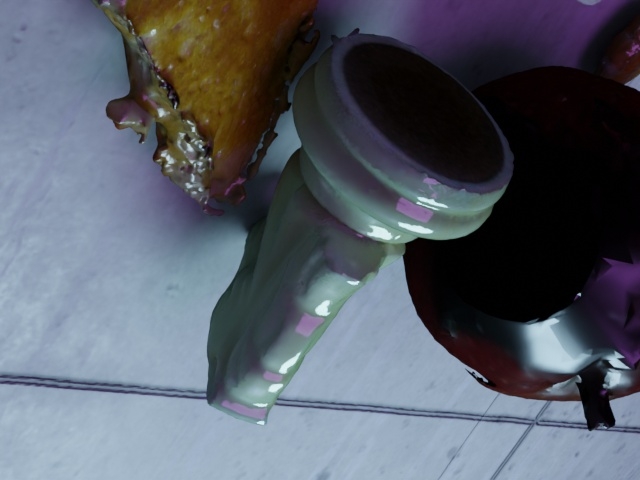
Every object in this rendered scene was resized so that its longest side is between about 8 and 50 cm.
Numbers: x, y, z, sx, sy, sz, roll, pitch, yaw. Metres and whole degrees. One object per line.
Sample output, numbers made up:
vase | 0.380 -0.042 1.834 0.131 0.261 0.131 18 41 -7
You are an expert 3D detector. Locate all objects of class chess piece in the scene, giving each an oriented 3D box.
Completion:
chess piece | 0.000 0.000 1.071 0.176 0.176 0.298 2 137 -43

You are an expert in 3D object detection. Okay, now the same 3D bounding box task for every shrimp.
shrimp | 0.327 -0.203 1.302 0.190 0.042 0.101 -37 163 -8

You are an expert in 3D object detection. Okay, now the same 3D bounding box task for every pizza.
pizza | -0.078 -0.136 0.978 0.189 0.071 0.297 -50 150 -20

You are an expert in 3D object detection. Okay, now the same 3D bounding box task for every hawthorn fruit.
hawthorn fruit | 0.203 -0.009 1.178 0.316 0.316 0.316 -24 139 -23

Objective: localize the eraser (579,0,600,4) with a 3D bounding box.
eraser | 0.084 -0.328 0.824 0.359 0.122 0.272 17 114 -33
